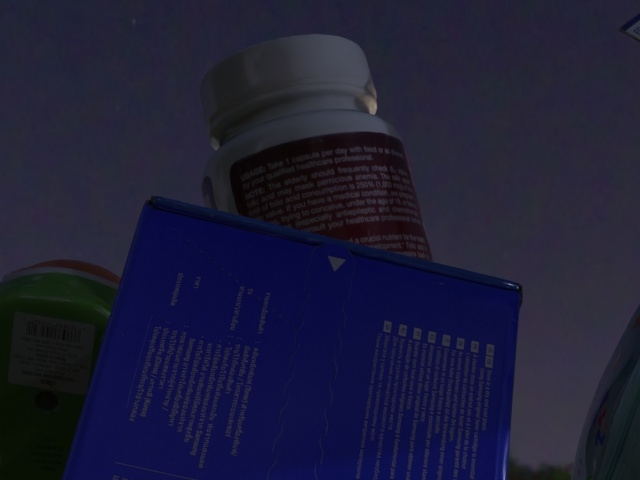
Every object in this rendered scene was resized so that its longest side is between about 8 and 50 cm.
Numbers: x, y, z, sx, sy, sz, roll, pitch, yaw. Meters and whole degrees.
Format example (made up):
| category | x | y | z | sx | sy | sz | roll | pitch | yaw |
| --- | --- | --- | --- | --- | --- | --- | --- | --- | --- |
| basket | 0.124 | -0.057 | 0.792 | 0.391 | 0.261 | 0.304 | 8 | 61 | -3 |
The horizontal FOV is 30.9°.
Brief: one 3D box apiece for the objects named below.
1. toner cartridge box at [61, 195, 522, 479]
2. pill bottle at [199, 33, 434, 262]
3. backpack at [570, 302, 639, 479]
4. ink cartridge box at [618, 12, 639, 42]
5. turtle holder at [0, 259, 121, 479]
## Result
| category | x | y | z | sx | sy | sz | roll | pitch | yaw |
| --- | --- | --- | --- | --- | --- | --- | --- | --- | --- |
| toner cartridge box | -0.027 | 0.160 | 0.415 | 0.165 | 0.348 | 0.075 | 14 | -33 | -5 |
| pill bottle | 0.000 | 0.000 | 1.225 | 0.224 | 0.392 | 0.224 | -12 | -15 | -3 |
| backpack | 0.283 | 0.161 | 0.828 | 0.191 | 0.253 | 0.225 | 15 | -57 | 6 |
| ink cartridge box | 0.484 | -0.156 | 1.220 | 0.332 | 0.165 | 0.065 | 36 | -39 | 24 |
| turtle holder | -0.282 | 0.172 | 1.332 | 0.243 | 0.227 | 0.320 | -18 | -70 | 8 |
